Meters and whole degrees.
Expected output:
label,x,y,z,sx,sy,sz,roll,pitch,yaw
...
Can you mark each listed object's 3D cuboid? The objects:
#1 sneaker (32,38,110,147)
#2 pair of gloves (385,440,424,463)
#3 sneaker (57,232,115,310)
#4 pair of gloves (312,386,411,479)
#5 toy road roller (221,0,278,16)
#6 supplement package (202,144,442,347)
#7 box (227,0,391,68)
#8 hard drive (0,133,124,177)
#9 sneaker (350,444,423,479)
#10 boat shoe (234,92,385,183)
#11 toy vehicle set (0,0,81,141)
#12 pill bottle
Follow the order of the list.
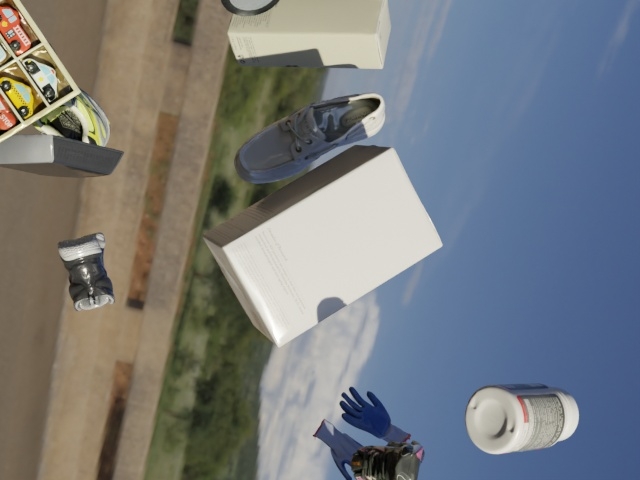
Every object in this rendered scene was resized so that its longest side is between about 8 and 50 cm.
label,x,y,z,sx,sy,sz,roll,pitch,yaw
sneaker,-0.589,-0.326,2.105,0.145,0.384,0.147,-45,-160,8
pair of gloves,0.093,0.442,1.725,0.240,0.042,0.204,-52,-178,-16
sneaker,-0.501,0.069,2.162,0.268,0.101,0.153,-160,-123,-80
pair of gloves,0.078,0.370,1.912,0.198,0.159,0.023,-45,170,-46
toy road roller,-0.121,-0.487,1.355,0.240,0.329,0.203,-34,-126,27
supplement package,0.000,0.000,1.530,0.175,0.292,0.177,61,-11,-13
box,-0.018,-0.377,1.808,0.094,0.275,0.113,73,26,-56
hard drive,-0.492,-0.151,1.809,0.254,0.172,0.054,3,-95,42
sneaker,0.077,0.290,1.270,0.178,0.077,0.072,114,-13,-71
boat shoe,-0.019,-0.186,1.697,0.098,0.277,0.096,62,-8,10
toy vehicle set,-0.506,-0.291,1.513,0.166,0.267,0.035,-35,-166,-8
pill bottle,0.494,0.428,2.446,0.161,0.283,0.161,-7,-100,44
